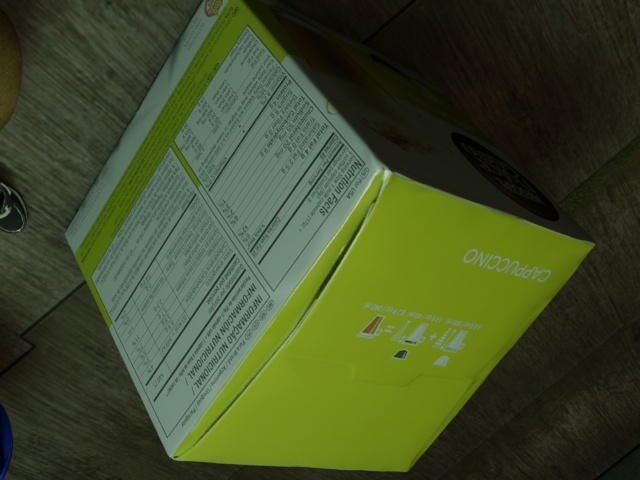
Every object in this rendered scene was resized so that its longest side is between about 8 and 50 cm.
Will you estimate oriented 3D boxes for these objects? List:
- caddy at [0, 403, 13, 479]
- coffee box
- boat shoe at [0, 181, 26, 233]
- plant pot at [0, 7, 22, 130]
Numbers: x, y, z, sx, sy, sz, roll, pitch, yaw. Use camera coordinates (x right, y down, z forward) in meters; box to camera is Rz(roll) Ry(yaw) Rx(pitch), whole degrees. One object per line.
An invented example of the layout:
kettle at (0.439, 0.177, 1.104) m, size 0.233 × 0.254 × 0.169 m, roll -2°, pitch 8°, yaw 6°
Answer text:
caddy at (-0.475, 0.207, 0.951) m, size 0.341 × 0.241 × 0.179 m, roll -17°, pitch 130°, yaw -25°
coffee box at (0.000, 0.000, 1.018) m, size 0.337 × 0.334 × 0.338 m, roll 15°, pitch 119°, yaw -44°
boat shoe at (-0.325, -0.042, 0.973) m, size 0.046 × 0.038 × 0.125 m, roll -29°, pitch 140°, yaw -9°
plant pot at (-0.364, -0.138, 0.736) m, size 0.254 × 0.237 × 0.237 m, roll -5°, pitch 133°, yaw -53°
